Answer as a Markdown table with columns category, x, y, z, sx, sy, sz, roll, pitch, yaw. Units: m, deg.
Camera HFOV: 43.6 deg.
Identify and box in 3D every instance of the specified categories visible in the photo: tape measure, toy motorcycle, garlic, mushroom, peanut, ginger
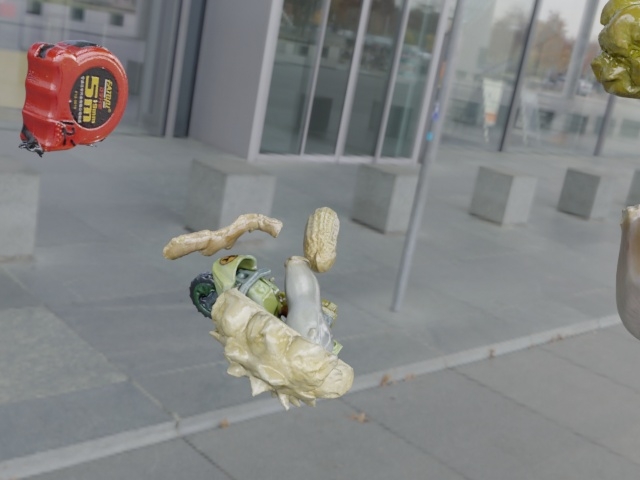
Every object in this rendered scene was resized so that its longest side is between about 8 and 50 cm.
| category | x | y | z | sx | sy | sz | roll | pitch | yaw |
| --- | --- | --- | --- | --- | --- | --- | --- | --- | --- |
| tape measure | -0.561 | -0.329 | 1.829 | 0.114 | 0.253 | 0.260 | 22 | 21 | 27 |
| toy motorcycle | -0.127 | 0.176 | 1.892 | 0.410 | 0.237 | 0.168 | 32 | 46 | 8 |
| garlic | 0.766 | 0.095 | 1.722 | 0.232 | 0.245 | 0.340 | 2 | 39 | 6 |
| mushroom | -0.032 | 0.158 | 1.674 | 0.097 | 0.109 | 0.351 | -27 | 33 | 11 |
| peanut | 0.000 | 0.000 | 1.910 | 0.083 | 0.093 | 0.194 | 17 | 48 | -10 |
| ginger | -0.230 | -0.006 | 1.895 | 0.288 | 0.089 | 0.075 | -15 | 41 | -19 |

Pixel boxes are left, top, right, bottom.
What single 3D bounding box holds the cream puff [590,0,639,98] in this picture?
| category | x | y | z | sx | sy | sz | roll | pitch | yaw |
| --- | --- | --- | --- | --- | --- | --- | --- | --- | --- |
| cream puff | 0.576 | -0.343 | 1.440 | 0.221 | 0.194 | 0.195 | 4 | 15 | -44 |

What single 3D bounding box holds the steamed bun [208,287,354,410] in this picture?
| category | x | y | z | sx | sy | sz | roll | pitch | yaw |
| --- | --- | --- | --- | --- | --- | --- | --- | --- | --- |
| steamed bun | -0.082 | 0.205 | 1.400 | 0.296 | 0.137 | 0.292 | 25 | -10 | 44 |
